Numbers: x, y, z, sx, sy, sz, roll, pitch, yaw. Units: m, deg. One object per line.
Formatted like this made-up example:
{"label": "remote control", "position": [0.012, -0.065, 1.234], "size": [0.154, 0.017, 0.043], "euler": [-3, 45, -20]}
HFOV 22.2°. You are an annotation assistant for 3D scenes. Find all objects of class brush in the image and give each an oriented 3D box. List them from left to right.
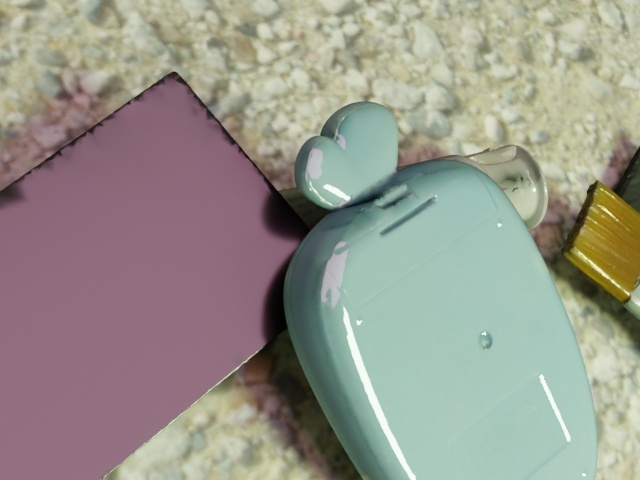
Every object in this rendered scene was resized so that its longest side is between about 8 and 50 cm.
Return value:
{"label": "brush", "position": [0.305, 0.085, 1.147], "size": [0.336, 0.020, 0.085], "euler": [38, 54, -13]}

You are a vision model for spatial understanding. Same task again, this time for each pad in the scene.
{"label": "pad", "position": [-0.120, 0.029, 0.931], "size": [0.245, 0.006, 0.170], "euler": [-39, 86, -26]}

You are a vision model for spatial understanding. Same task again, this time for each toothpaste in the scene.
{"label": "toothpaste", "position": [0.000, 0.000, 1.017], "size": [0.323, 0.066, 0.100], "euler": [-14, 76, -30]}

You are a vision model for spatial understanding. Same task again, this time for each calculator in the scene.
{"label": "calculator", "position": [0.074, 0.059, 0.986], "size": [0.188, 0.042, 0.302], "euler": [-33, 103, -33]}

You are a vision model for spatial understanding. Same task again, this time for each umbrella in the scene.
{"label": "umbrella", "position": [0.225, -0.027, 1.179], "size": [0.036, 0.031, 0.133], "euler": [31, 52, 5]}
